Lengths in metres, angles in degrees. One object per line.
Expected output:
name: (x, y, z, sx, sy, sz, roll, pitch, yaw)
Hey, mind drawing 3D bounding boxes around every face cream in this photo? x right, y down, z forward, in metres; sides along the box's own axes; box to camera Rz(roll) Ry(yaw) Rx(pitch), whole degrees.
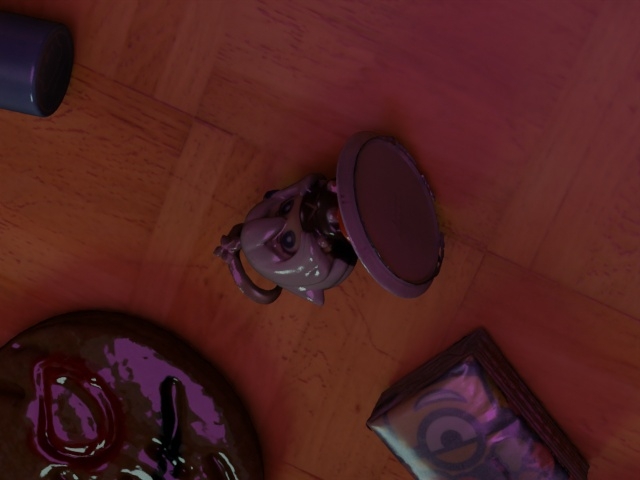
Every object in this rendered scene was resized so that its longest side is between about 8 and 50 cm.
face cream: (-0.322, -0.156, 1.160, 0.250, 0.077, 0.077, 12, 112, 10)

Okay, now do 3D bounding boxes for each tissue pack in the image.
tissue pack: (0.125, 0.161, 1.172, 0.108, 0.060, 0.148, -36, 97, 24)

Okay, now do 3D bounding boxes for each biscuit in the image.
biscuit: (-0.228, 0.210, 1.283, 0.314, 0.063, 0.367, 41, 115, -4)

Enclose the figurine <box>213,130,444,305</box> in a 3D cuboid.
figurine: (0.000, 0.000, 1.125, 0.153, 0.132, 0.132, -19, 104, 33)
